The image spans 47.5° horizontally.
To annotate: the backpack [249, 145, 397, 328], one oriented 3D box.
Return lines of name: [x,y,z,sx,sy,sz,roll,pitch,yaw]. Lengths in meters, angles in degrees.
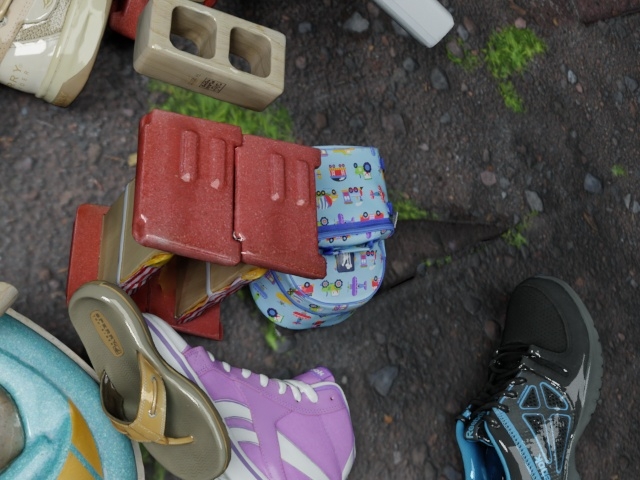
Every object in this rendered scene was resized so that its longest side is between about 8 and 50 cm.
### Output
backpack: [0.000,0.000,0.745,0.158,0.117,0.173,-1,79,-34]

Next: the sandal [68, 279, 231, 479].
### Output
sandal: [-0.139,0.113,0.550,0.180,0.072,0.049,57,24,-4]

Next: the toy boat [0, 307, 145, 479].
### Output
toy boat: [-0.266,0.203,0.496,0.267,0.148,0.318,45,57,-15]

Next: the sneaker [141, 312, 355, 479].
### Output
sneaker: [-0.070,0.146,0.678,0.161,0.102,0.282,-49,116,-36]

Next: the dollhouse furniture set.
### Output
dollhouse furniture set: [-0.113,-0.119,0.662,0.152,0.201,0.374,12,65,-30]

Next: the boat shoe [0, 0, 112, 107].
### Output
boat shoe: [-0.236,-0.296,0.666,0.110,0.122,0.341,18,69,-29]

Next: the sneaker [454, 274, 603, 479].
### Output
sneaker: [0.236,0.192,0.844,0.140,0.125,0.340,19,65,-23]

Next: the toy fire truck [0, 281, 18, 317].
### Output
toy fire truck: [-0.319,-0.044,0.525,0.246,0.158,0.217,46,57,-18]

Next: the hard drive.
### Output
hard drive: [-0.028,-0.351,0.740,0.353,0.047,0.233,28,24,-39]
